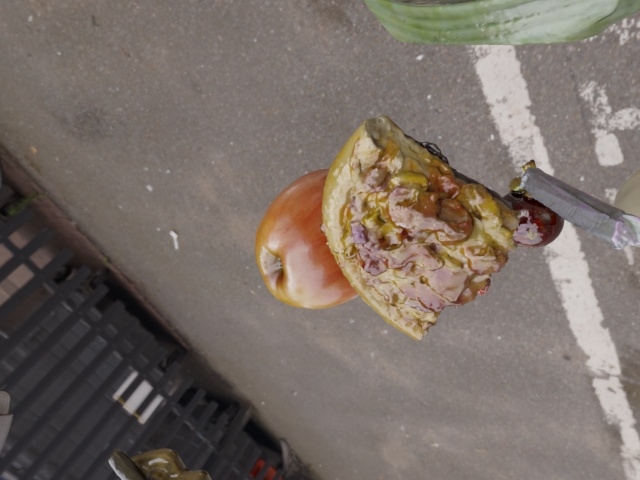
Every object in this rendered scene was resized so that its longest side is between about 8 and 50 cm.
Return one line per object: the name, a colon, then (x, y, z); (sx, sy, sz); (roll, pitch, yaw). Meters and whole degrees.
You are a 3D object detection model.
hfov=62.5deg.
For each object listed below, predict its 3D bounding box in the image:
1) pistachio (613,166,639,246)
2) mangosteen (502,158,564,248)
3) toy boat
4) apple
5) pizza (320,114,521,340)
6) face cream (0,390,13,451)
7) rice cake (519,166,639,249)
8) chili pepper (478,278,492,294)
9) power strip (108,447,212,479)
pistachio: (0.665, -0.069, 0.934); (0.226, 0.208, 0.332); (26, 160, -14)
mangosteen: (0.460, -0.071, 1.141); (0.145, 0.181, 0.156); (24, 177, -29)
toy boat: (0.146, -0.210, 0.477); (0.293, 0.093, 0.055); (28, 133, 50)
apple: (0.000, 0.000, 0.976); (0.242, 0.241, 0.242); (36, 147, 29)
pizza: (0.140, 0.004, 0.760); (0.277, 0.114, 0.409); (2, 135, 17)
face cream: (-0.492, 0.258, 0.724); (0.117, 0.104, 0.117); (2, 164, 1)
rice cake: (0.422, -0.062, 0.876); (0.270, 0.049, 0.055); (-121, 22, -61)
chili pepper: (0.399, 0.105, 1.324); (0.050, 0.059, 0.191); (41, -173, 6)
power strip: (-0.040, 0.241, 0.301); (0.064, 0.044, 0.305); (-20, 107, 15)
